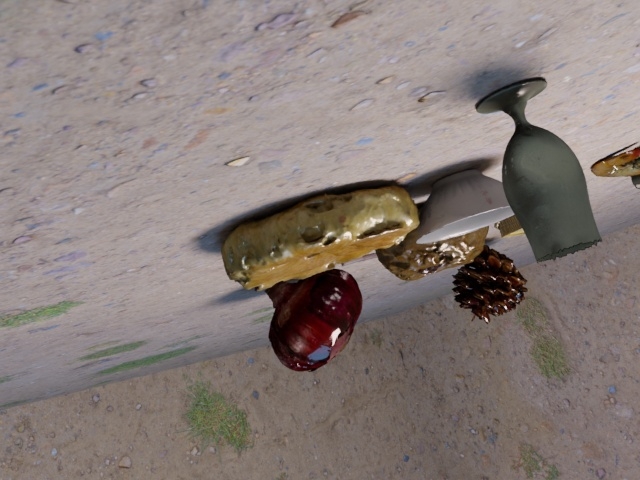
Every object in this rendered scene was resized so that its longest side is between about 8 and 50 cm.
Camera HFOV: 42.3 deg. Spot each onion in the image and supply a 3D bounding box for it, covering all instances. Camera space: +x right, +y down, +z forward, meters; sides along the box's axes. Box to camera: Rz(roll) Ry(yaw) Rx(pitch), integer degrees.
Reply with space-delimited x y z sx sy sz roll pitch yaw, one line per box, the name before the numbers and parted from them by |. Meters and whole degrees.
onion | -0.027 0.165 1.841 0.252 0.219 0.252 -52 -170 13

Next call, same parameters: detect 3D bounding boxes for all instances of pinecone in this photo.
pinecone | 0.469 0.127 2.333 0.221 0.221 0.221 -17 170 -3

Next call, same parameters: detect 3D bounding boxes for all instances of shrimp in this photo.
shrimp | 0.617 -0.164 1.618 0.133 0.053 0.236 6 169 -12

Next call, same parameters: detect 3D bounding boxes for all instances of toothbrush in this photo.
toothbrush | 0.133 0.035 1.919 0.194 0.017 0.014 -9 162 -28

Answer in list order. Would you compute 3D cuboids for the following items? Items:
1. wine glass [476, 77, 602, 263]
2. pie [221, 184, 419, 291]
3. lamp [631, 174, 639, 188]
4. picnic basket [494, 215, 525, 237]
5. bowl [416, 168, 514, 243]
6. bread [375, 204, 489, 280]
wine glass | 0.255 -0.078 0.963 0.093 0.202 0.093 -17 171 -3
pie | 0.000 0.000 1.300 0.340 0.083 0.339 -18 168 -4
lamp | 0.785 -0.145 2.026 0.054 0.041 0.121 -14 170 30
picnic basket | 0.440 -0.070 1.686 0.115 0.079 0.164 -5 164 -46
bowl | 0.234 -0.064 1.348 0.189 0.086 0.189 -16 171 -3
bread | 0.211 0.002 1.573 0.230 0.123 0.230 -18 173 -2
